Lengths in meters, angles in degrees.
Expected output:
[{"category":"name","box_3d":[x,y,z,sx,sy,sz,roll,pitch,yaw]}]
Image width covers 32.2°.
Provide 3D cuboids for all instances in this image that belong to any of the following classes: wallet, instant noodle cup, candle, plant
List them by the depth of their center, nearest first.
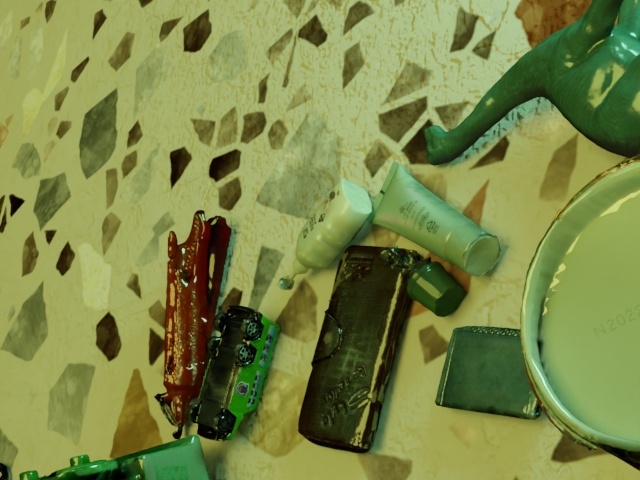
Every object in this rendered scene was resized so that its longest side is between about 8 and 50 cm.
[{"category":"instant noodle cup","box_3d":[0.300,0.070,0.845,0.296,0.214,0.296,-21,59,40]},{"category":"wallet","box_3d":[0.175,0.129,1.095,0.129,0.026,0.088,0,69,48]},{"category":"plant","box_3d":[0.106,0.037,1.187,0.102,0.051,0.051,43,106,37]},{"category":"wallet","box_3d":[0.038,0.118,1.241,0.122,0.031,0.232,2,73,48]},{"category":"candle","box_3d":[-0.168,0.108,1.449,0.059,0.084,0.302,141,134,-73]}]

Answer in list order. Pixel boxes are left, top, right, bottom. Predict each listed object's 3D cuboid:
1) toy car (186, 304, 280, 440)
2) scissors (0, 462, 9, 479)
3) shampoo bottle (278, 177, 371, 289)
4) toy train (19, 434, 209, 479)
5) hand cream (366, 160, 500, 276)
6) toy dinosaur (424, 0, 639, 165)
[{"category":"toy car","box_3d":[-0.105,0.163,1.350,0.071,0.062,0.165,7,78,49]},{"category":"scissors","box_3d":[-0.583,0.440,1.768,0.300,0.022,0.109,-32,48,34]},{"category":"shampoo bottle","box_3d":[0.000,0.000,1.320,0.152,0.045,0.077,-53,23,26]},{"category":"toy train","box_3d":[-0.267,0.330,1.326,0.266,0.201,0.145,-22,77,39]},{"category":"hand cream","box_3d":[0.117,-0.021,1.211,0.205,0.050,0.078,38,107,53]},{"category":"toy dinosaur","box_3d":[0.266,-0.103,1.069,0.331,0.129,0.383,-57,42,28]}]
